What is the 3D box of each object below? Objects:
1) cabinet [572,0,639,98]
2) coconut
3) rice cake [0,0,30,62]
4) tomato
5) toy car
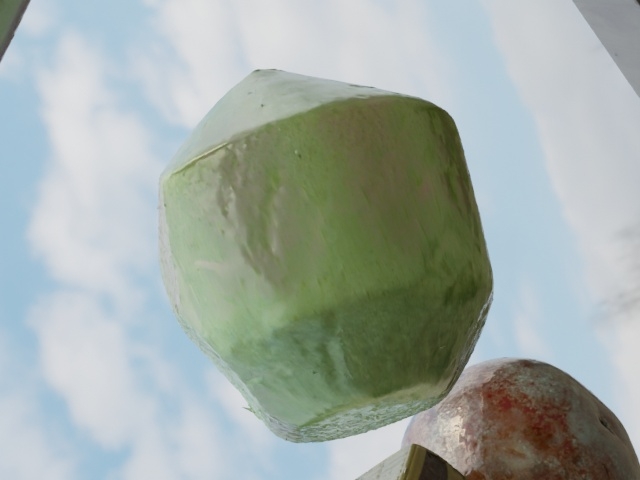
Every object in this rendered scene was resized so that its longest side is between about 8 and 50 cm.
[{"bbox_3d":[0.378,-0.227,1.590,0.215,0.175,0.148,51,172,-21],"label":"cabinet"},{"bbox_3d":[0.000,0.000,1.373,0.328,0.281,0.328,48,-150,-39],"label":"coconut"},{"bbox_3d":[-0.292,-0.201,1.236,0.189,0.198,0.037,23,-168,-48],"label":"rice cake"},{"bbox_3d":[0.249,0.305,2.026,0.317,0.282,0.316,43,-156,-24],"label":"tomato"},{"bbox_3d":[0.057,0.339,1.862,0.124,0.257,0.101,42,-145,-12],"label":"toy car"}]
